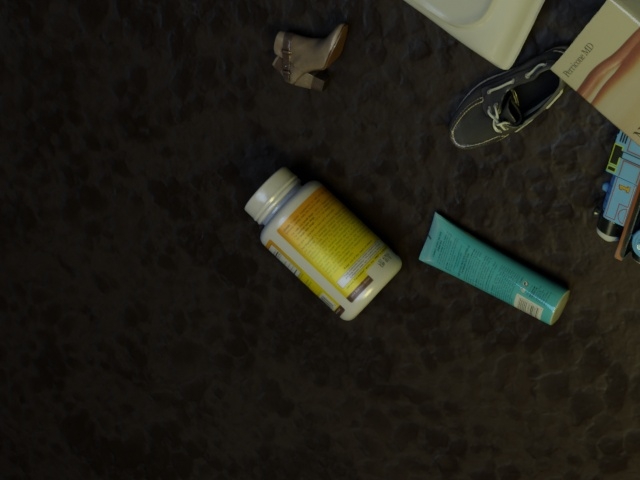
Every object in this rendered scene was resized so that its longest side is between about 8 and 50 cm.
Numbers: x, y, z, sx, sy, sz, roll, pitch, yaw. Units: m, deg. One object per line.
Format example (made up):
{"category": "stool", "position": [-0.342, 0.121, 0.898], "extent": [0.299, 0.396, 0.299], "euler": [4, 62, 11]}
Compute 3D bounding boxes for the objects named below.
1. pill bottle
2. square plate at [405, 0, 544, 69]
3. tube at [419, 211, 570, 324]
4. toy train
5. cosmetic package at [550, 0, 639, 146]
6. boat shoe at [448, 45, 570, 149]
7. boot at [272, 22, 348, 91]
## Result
{"category": "pill bottle", "position": [0.000, 0.000, 1.726], "extent": [0.215, 0.117, 0.117], "euler": [44, 127, 3]}
{"category": "square plate", "position": [0.129, -0.400, 1.435], "extent": [0.347, 0.049, 0.344], "euler": [37, 140, 12]}
{"category": "tube", "position": [0.228, 0.041, 1.666], "extent": [0.207, 0.052, 0.080], "euler": [29, 121, 20]}
{"category": "toy train", "position": [0.389, -0.059, 1.504], "extent": [0.105, 0.080, 0.184], "euler": [28, 128, 25]}
{"category": "cosmetic package", "position": [0.422, -0.163, 1.371], "extent": [0.296, 0.129, 0.153], "euler": [41, 151, 6]}
{"category": "boat shoe", "position": [0.229, -0.169, 1.542], "extent": [0.206, 0.065, 0.075], "euler": [-32, 96, 37]}
{"category": "boot", "position": [-0.019, -0.253, 1.655], "extent": [0.087, 0.042, 0.118], "euler": [33, 126, 14]}
